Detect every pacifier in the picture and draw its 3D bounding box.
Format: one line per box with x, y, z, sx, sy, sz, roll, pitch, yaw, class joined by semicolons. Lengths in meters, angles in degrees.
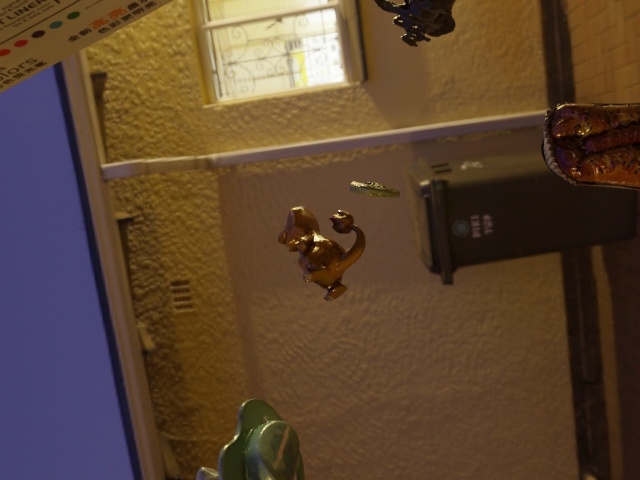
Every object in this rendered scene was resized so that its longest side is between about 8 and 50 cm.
-0.078;0.249;0.627;0.127;0.117;0.150;52;-158;-22;pacifier

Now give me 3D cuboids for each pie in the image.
0.086;-0.082;0.939;0.084;0.084;0.021;-59;-22;-78;pie

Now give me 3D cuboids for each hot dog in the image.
0.342;-0.105;0.644;0.059;0.191;0.108;65;-155;-73;hot dog

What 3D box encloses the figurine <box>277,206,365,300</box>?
0.002;-0.003;0.950;0.121;0.122;0.176;43;-174;-47;figurine

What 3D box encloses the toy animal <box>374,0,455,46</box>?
0.148;-0.361;0.845;0.084;0.148;0.233;-60;6;-5;toy animal

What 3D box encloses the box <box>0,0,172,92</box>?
-0.287;-0.220;0.502;0.091;0.274;0.221;64;-174;0;box
